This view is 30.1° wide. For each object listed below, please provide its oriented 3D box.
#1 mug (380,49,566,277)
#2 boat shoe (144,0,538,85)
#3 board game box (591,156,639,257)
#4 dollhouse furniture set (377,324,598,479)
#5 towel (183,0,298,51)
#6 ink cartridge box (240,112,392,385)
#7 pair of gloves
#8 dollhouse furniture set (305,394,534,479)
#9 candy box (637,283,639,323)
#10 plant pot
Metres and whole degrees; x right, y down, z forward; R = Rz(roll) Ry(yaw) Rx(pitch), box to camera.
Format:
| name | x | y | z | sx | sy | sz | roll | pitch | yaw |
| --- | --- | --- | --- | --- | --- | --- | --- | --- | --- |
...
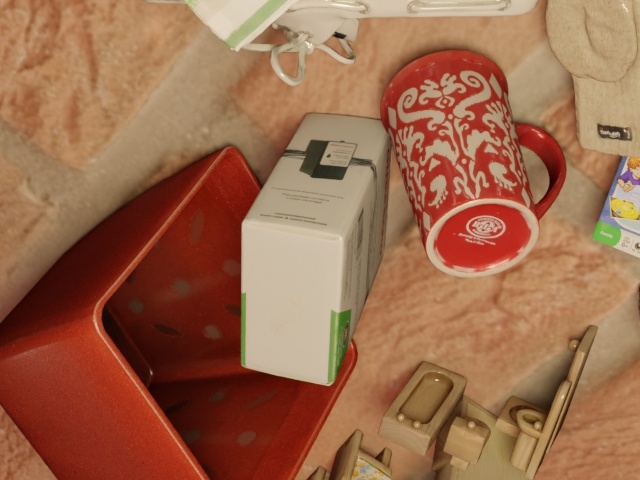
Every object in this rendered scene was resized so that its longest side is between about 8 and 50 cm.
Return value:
| name | x | y | z | sx | sy | sz | roll | pitch | yaw |
| --- | --- | --- | --- | --- | --- | --- | --- | --- | --- |
| mug | 0.134 | -0.065 | 0.981 | 0.150 | 0.169 | 0.113 | -10 | 136 | 2 |
| boat shoe | 0.001 | -0.204 | 0.975 | 0.367 | 0.136 | 0.156 | -5 | 131 | 8 |
| board game box | 0.346 | -0.028 | 0.993 | 0.201 | 0.035 | 0.136 | 23 | 109 | 19 |
| dollhouse furniture set | 0.162 | 0.136 | 1.146 | 0.151 | 0.144 | 0.123 | 23 | 120 | 16 |
| towel | -0.068 | -0.208 | 0.766 | 0.113 | 0.023 | 0.152 | -34 | 110 | 29 |
| ink cartridge box | 0.000 | 0.000 | 1.044 | 0.087 | 0.208 | 0.153 | 10 | 123 | 11 |
| pair of gloves | 0.282 | -0.153 | 0.898 | 0.240 | 0.042 | 0.204 | 7 | 128 | 46 |
| dollhouse furniture set | 0.107 | 0.306 | 1.238 | 0.212 | 0.161 | 0.242 | 34 | 123 | -9 |
| candy box | 0.427 | 0.066 | 1.064 | 0.233 | 0.071 | 0.159 | -28 | 110 | 26 |
| plant pot | -0.161 | 0.110 | 1.137 | 0.236 | 0.267 | 0.267 | -14 | 118 | 35 |
